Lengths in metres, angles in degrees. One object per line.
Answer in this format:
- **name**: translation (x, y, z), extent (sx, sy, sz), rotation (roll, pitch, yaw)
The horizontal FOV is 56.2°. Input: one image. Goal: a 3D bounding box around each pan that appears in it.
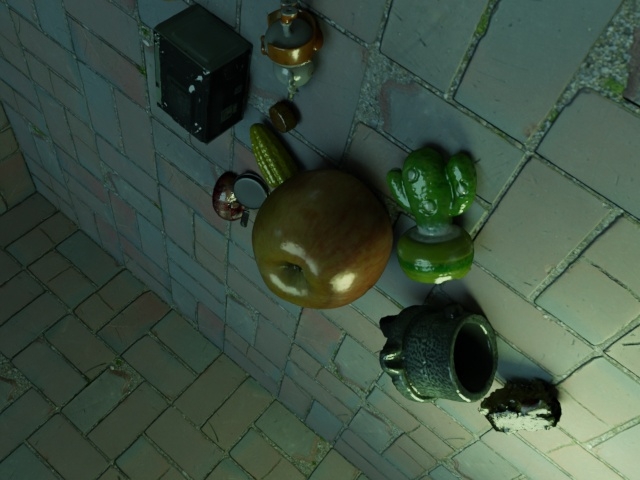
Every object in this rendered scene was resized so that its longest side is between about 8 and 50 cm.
- **pan**: translation (-0.243, -0.125, 2.021), extent (0.136, 0.028, 0.235), rotation (25, 132, 6)

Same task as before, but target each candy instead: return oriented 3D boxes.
- **candy**: translation (-0.146, -0.250, 1.747), extent (0.094, 0.106, 0.199), rotation (-19, 107, 39)

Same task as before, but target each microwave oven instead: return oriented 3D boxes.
- **microwave oven**: translation (-0.336, -0.448, 1.661), extent (0.237, 0.181, 0.295), rotation (40, 149, 11)

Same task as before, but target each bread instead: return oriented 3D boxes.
- **bread**: translation (-0.099, -0.338, 1.630), extent (0.085, 0.053, 0.085), rotation (44, 158, 23)

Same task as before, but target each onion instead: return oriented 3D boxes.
- **onion**: translation (-0.334, -0.144, 2.107), extent (0.151, 0.098, 0.206), rotation (26, 145, 28)

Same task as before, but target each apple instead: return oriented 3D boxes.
- **apple**: translation (0.000, 0.000, 1.629), extent (0.391, 0.346, 0.391), rotation (26, 140, 24)

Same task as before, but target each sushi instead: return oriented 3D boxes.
- **sushi**: translation (0.569, 0.462, 1.704), extent (0.212, 0.147, 0.115), rotation (-17, 108, 38)

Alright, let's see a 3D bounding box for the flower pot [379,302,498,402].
- **flower pot**: translation (0.306, 0.317, 1.685), extent (0.283, 0.299, 0.299), rotation (-6, 122, 48)

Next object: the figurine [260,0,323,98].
- **figurine**: translation (-0.075, -0.437, 1.400), extent (0.143, 0.143, 0.271), rotation (41, 148, 8)

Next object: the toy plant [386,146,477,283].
- **toy plant**: translation (0.264, -0.070, 1.428), extent (0.224, 0.184, 0.315), rotation (13, 121, 36)
